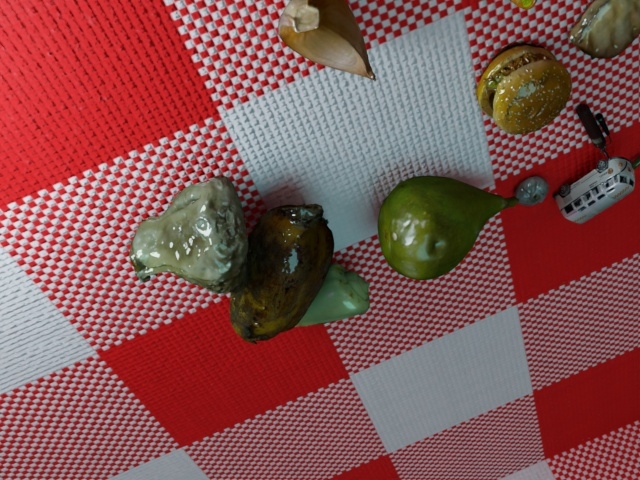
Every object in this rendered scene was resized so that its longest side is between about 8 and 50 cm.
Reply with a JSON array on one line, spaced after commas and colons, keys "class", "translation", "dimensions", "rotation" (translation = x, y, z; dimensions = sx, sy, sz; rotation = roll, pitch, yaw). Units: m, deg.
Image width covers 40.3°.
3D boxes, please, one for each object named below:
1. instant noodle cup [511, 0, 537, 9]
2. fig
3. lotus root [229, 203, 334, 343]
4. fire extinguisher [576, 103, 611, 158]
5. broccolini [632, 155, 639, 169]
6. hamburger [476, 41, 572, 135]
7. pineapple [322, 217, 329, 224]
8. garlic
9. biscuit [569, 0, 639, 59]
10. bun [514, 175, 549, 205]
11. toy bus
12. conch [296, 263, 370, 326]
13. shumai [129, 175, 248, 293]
[{"class": "instant noodle cup", "translation": [0.408, -0.515, 1.515], "dimensions": [0.185, 0.168, 0.168], "rotation": [-28, 138, -5]}, {"class": "fig", "translation": [0.265, -0.022, 1.903], "dimensions": [0.314, 0.233, 0.233], "rotation": [8, 130, -35]}, {"class": "lotus root", "translation": [-0.085, 0.070, 1.856], "dimensions": [0.196, 0.179, 0.397], "rotation": [-44, 161, -51]}, {"class": "fire extinguisher", "translation": [0.620, -0.253, 1.960], "dimensions": [0.173, 0.035, 0.049], "rotation": [43, 70, -45]}, {"class": "broccolini", "translation": [0.749, -0.174, 2.085], "dimensions": [0.051, 0.054, 0.239], "rotation": [34, 112, -28]}, {"class": "hamburger", "translation": [0.414, -0.295, 1.765], "dimensions": [0.182, 0.118, 0.191], "rotation": [-12, 141, -7]}, {"class": "pineapple", "translation": [0.000, 0.000, 1.932], "dimensions": [0.058, 0.058, 0.124], "rotation": [-8, 136, -15]}, {"class": "garlic", "translation": [0.012, -0.369, 1.522], "dimensions": [0.206, 0.128, 0.115], "rotation": [27, 75, -44]}, {"class": "biscuit", "translation": [0.606, -0.487, 1.699], "dimensions": [0.154, 0.045, 0.299], "rotation": [4, 131, -25]}, {"class": "bun", "translation": [0.496, -0.112, 2.037], "dimensions": [0.083, 0.045, 0.083], "rotation": [-9, 134, -9]}, {"class": "toy bus", "translation": [0.648, -0.116, 2.045], "dimensions": [0.087, 0.089, 0.194], "rotation": [17, 141, -35]}, {"class": "conch", "translation": [0.011, 0.149, 2.045], "dimensions": [0.250, 0.143, 0.137], "rotation": [-37, 96, 34]}, {"class": "shumai", "translation": [-0.257, -0.001, 1.695], "dimensions": [0.222, 0.225, 0.261], "rotation": [-6, 152, -19]}]
